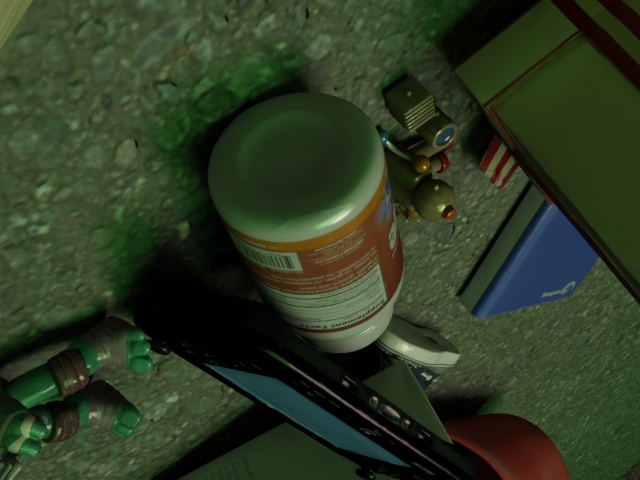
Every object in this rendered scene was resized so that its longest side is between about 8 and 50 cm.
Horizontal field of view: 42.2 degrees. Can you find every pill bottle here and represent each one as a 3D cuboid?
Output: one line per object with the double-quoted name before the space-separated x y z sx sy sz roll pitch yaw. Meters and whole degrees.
"pill bottle" 0.000 0.000 0.631 0.121 0.121 0.216 -34 148 -10

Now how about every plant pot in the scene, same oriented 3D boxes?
"plant pot" 0.230 0.377 1.218 0.243 0.275 0.275 -8 136 -53

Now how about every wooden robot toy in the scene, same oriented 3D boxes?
"wooden robot toy" 0.094 -0.055 0.701 0.076 0.079 0.173 -27 146 -20

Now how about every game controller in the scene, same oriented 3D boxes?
"game controller" -0.003 0.133 0.681 0.319 0.166 0.067 39 74 -34

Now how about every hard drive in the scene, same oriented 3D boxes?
"hard drive" 0.309 -0.050 0.963 0.210 0.040 0.318 -7 135 -41

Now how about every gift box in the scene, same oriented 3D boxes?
"gift box" 0.276 -0.084 0.669 0.255 0.258 0.276 -35 151 8

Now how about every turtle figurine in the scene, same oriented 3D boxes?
"turtle figurine" -0.229 0.142 0.575 0.234 0.118 0.175 -28 164 -46

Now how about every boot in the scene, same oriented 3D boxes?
"boot" 0.094 0.143 0.947 0.086 0.069 0.190 -53 147 8

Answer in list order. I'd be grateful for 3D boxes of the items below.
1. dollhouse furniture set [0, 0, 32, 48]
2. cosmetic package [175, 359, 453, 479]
"dollhouse furniture set" -0.143 -0.146 0.300 0.183 0.129 0.129 -50 146 15
"cosmetic package" -0.025 0.313 0.904 0.385 0.156 0.217 -28 147 -4
